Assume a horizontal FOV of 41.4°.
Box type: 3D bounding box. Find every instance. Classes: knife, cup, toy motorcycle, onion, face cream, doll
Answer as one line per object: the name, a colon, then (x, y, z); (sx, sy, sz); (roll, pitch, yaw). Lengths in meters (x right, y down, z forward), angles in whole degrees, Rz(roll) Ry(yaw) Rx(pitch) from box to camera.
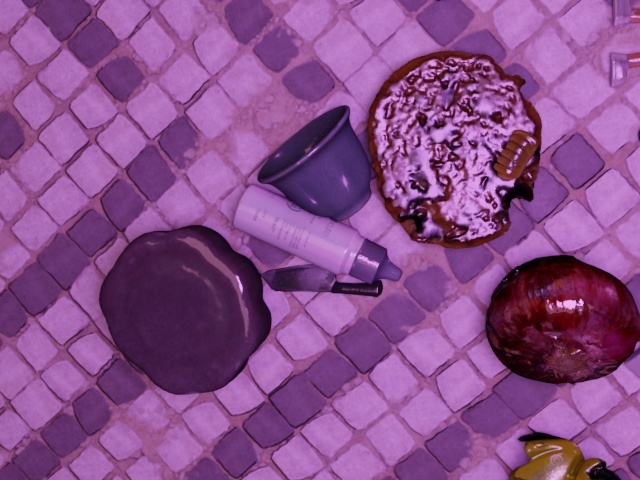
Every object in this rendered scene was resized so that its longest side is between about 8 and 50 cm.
knife: (0.000, 0.070, 1.546); (0.231, 0.028, 0.060); (1, 85, 13)
cup: (0.013, -0.113, 1.453); (0.199, 0.199, 0.150); (-36, 108, 12)
toy motorcycle: (0.355, 0.462, 1.459); (0.142, 0.206, 0.342); (31, 114, -27)
onion: (0.394, 0.131, 1.395); (0.246, 0.190, 0.246); (7, 130, 8)
face cream: (0.000, 0.000, 1.498); (0.311, 0.092, 0.092); (25, 101, 7)
doll: (0.580, -0.328, 1.361); (0.217, 0.085, 0.183); (4, 96, 27)

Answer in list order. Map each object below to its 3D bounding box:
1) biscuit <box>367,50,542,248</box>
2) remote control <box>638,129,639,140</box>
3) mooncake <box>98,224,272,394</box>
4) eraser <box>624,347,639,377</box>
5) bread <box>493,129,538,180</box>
biscuit: (0.229, -0.154, 1.444); (0.290, 0.081, 0.334); (-4, 95, 6)
remote control: (0.598, -0.206, 1.400); (0.153, 0.027, 0.043); (-30, 85, 11)
mooncake: (-0.237, 0.119, 1.525); (0.306, 0.154, 0.306); (1, 96, 10)
eraser: (0.607, 0.229, 1.434); (0.150, 0.023, 0.104); (42, 129, 2)
bread: (0.317, -0.138, 1.379); (0.049, 0.034, 0.088); (34, 98, 9)
